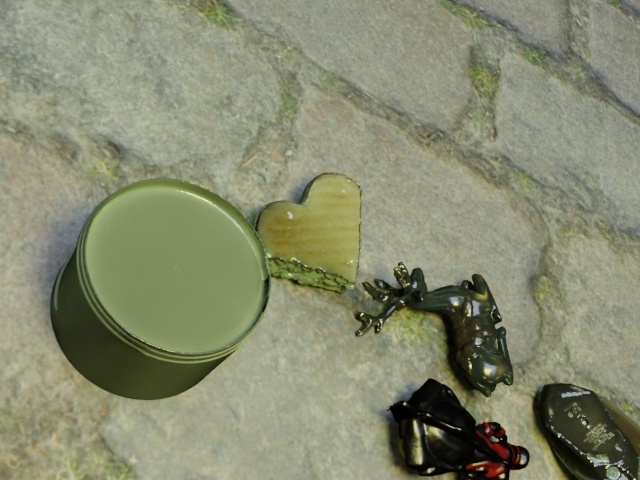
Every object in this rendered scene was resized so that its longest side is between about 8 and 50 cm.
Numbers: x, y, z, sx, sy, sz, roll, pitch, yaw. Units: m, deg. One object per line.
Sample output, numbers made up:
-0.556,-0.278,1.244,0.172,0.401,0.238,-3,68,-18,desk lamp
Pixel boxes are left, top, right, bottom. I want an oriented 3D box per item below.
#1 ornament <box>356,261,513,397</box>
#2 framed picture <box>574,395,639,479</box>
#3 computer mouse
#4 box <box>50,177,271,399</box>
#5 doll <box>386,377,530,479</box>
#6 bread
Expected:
0.160,0.129,1.143,0.236,0.080,0.202,11,55,-30,ornament
0.479,0.396,1.221,0.189,0.023,0.260,38,50,-8,framed picture
0.404,0.302,1.190,0.105,0.062,0.192,-26,62,-22,computer mouse
-0.187,0.057,0.917,0.226,0.149,0.226,16,55,-24,box
0.186,0.283,1.070,0.248,0.088,0.127,31,30,-25,doll
0.000,0.000,1.124,0.232,0.064,0.172,-36,86,-39,bread
